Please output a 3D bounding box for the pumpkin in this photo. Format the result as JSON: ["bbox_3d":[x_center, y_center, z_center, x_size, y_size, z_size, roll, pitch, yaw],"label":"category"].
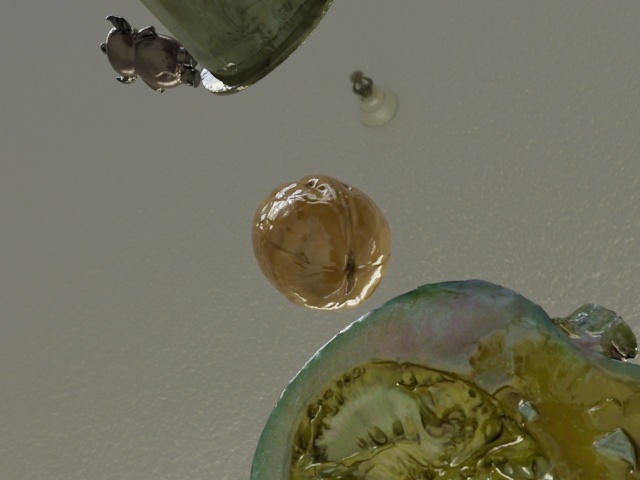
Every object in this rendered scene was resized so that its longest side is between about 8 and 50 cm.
[{"bbox_3d":[0.129,0.181,0.368,0.263,0.197,0.293,-49,-136,0],"label":"pumpkin"}]

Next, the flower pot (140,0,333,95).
[{"bbox_3d":[-0.110,-0.289,0.531,0.212,0.203,0.212,-27,-138,27],"label":"flower pot"}]

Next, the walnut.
[{"bbox_3d":[0.000,0.000,0.672,0.165,0.165,0.197,-54,-160,1],"label":"walnut"}]

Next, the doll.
[{"bbox_3d":[-0.426,-0.459,1.371,0.258,0.181,0.117,18,-137,12],"label":"doll"}]
